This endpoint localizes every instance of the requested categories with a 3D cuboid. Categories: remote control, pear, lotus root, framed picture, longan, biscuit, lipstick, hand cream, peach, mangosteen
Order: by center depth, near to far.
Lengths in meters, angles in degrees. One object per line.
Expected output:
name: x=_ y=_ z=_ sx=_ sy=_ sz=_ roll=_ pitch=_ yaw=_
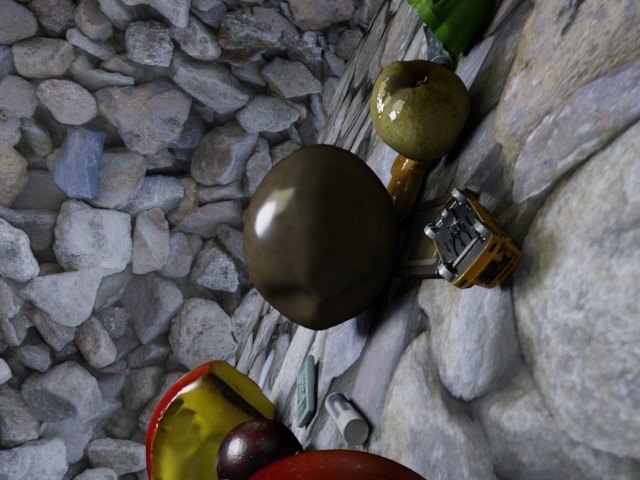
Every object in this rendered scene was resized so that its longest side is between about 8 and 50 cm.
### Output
framed picture: x=0.166 y=-0.005 z=0.774 sx=0.168 sy=0.023 sz=0.127 roll=161 pitch=131 yaw=-77
lipstick: x=0.038 y=0.272 z=0.797 sx=0.141 sy=0.040 sz=0.040 roll=179 pitch=113 yaw=-80
pear: x=0.165 y=-0.217 z=0.854 sx=0.136 sy=0.167 sz=0.167 roll=89 pitch=-166 yaw=-55
longan: x=0.000 y=0.000 z=0.906 sx=0.288 sy=0.289 sz=0.350 roll=-77 pitch=-11 yaw=-45
mangosteen: x=-0.113 y=0.410 z=0.914 sx=0.184 sy=0.172 sz=0.172 roll=-45 pitch=-13 yaw=-54
lotus root: x=0.262 y=-0.468 z=0.968 sx=0.186 sy=0.186 sz=0.186 roll=-158 pitch=90 yaw=-80
biscuit: x=0.170 y=-0.126 z=0.988 sx=0.184 sy=0.035 sz=0.248 roll=170 pitch=121 yaw=-79
remote control: x=-0.028 y=0.316 z=1.090 sx=0.162 sy=0.029 sz=0.061 roll=-94 pitch=26 yaw=-58
hand cream: x=0.247 y=-0.405 z=1.125 sx=0.247 sy=0.052 sz=0.075 roll=-86 pitch=7 yaw=-55
peach: x=-0.271 y=0.478 z=1.275 sx=0.242 sy=0.306 sz=0.380 roll=-141 pitch=69 yaw=-72

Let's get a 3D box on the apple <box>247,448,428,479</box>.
apple: x=0.010 y=0.298 z=0.396 sx=0.260 sy=0.217 sz=0.260 roll=-60 pitch=13 yaw=23

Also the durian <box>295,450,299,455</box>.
durian: x=-0.045 y=0.413 z=0.822 sx=0.111 sy=0.071 sz=0.140 roll=-1 pitch=57 yaw=40

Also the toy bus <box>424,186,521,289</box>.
toy bus: x=0.173 y=0.002 z=0.582 sx=0.069 sy=0.074 sz=0.162 roll=-55 pitch=12 yaw=22
